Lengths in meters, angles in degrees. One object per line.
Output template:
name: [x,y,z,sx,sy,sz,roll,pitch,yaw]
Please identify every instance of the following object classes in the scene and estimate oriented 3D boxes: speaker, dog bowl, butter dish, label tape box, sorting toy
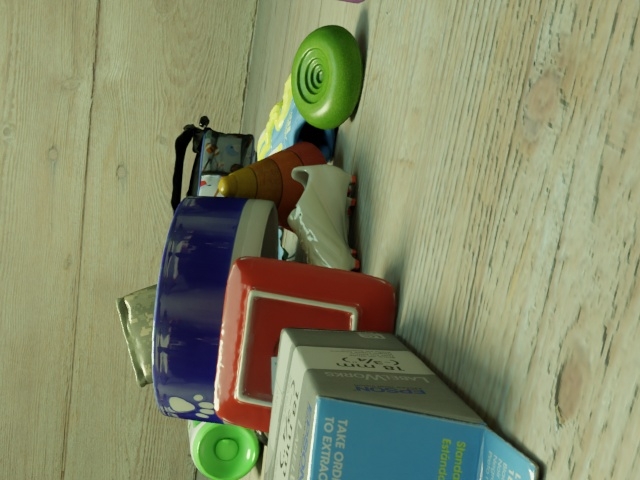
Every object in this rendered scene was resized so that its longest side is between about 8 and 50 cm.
speaker: [-0.186,0.366,1.742,0.296,0.131,0.131,-177,93,-80]
dog bowl: [-0.116,0.080,1.078,0.265,0.104,0.265,5,-90,-88]
butter dish: [-0.007,0.100,0.872,0.118,0.160,0.160,-6,-76,-76]
label tape box: [0.026,0.209,0.643,0.334,0.106,0.240,-147,63,-80]
sorting toy: [-0.040,-0.177,1.105,0.127,0.126,0.365,40,123,46]

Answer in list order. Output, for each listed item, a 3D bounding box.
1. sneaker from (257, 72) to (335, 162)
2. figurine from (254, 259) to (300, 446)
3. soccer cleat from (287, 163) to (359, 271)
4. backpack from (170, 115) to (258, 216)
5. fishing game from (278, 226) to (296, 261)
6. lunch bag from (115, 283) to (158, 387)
sneaker: [-0.036,-0.126,1.281,0.240,0.091,0.126,107,165,-44]
figurine: [-0.032,0.147,1.116,0.209,0.092,0.215,118,158,-76]
soccer cleat: [0.000,0.000,1.021,0.068,0.076,0.196,110,163,-55]
backpack: [-0.182,-0.048,1.753,0.276,0.213,0.263,100,180,-58]
fishing game: [-0.052,0.070,1.413,0.189,0.041,0.264,95,169,-49]
lunch bag: [-0.198,0.142,1.558,0.287,0.235,0.169,114,140,-84]
